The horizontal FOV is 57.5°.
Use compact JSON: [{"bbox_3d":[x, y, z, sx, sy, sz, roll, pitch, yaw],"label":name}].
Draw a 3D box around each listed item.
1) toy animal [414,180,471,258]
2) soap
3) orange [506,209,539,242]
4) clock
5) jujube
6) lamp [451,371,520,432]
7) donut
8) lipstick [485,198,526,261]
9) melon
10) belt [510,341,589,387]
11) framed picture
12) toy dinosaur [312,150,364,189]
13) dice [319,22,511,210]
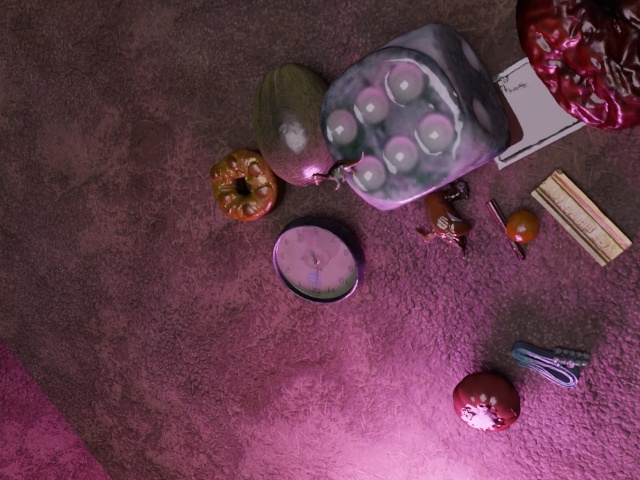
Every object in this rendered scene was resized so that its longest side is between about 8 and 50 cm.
[{"bbox_3d":[0.346,-0.052,1.530,0.179,0.089,0.188,-41,79,13],"label":"toy animal"},{"bbox_3d":[0.632,-0.057,1.417,0.252,0.037,0.092,48,116,7],"label":"soap"},{"bbox_3d":[0.507,-0.036,1.461,0.085,0.085,0.085,7,106,23],"label":"orange"},{"bbox_3d":[-0.009,0.063,1.696,0.281,0.055,0.280,10,122,17],"label":"clock"},{"bbox_3d":[0.582,-0.418,1.211,0.276,0.276,0.377,-35,94,28],"label":"jujube"},{"bbox_3d":[0.450,0.432,1.582,0.182,0.140,0.182,12,126,16],"label":"lamp"},{"bbox_3d":[-0.217,-0.165,1.737,0.227,0.114,0.226,6,106,23],"label":"donut"},{"bbox_3d":[0.479,-0.025,1.502,0.027,0.027,0.176,-30,91,28],"label":"lipstick"},{"bbox_3d":[-0.055,-0.306,1.554,0.249,0.248,0.329,-17,93,27],"label":"melon"},{"bbox_3d":[0.591,0.309,1.520,0.179,0.065,0.100,21,121,18],"label":"belt"},{"bbox_3d":[0.508,-0.327,1.414,0.273,0.016,0.216,-27,92,28],"label":"framed picture"},{"bbox_3d":[0.048,-0.150,1.297,0.180,0.037,0.058,-21,104,41],"label":"toy dinosaur"},{"bbox_3d":[0.220,-0.280,1.365,0.328,0.348,0.330,-28,89,34],"label":"dice"}]
